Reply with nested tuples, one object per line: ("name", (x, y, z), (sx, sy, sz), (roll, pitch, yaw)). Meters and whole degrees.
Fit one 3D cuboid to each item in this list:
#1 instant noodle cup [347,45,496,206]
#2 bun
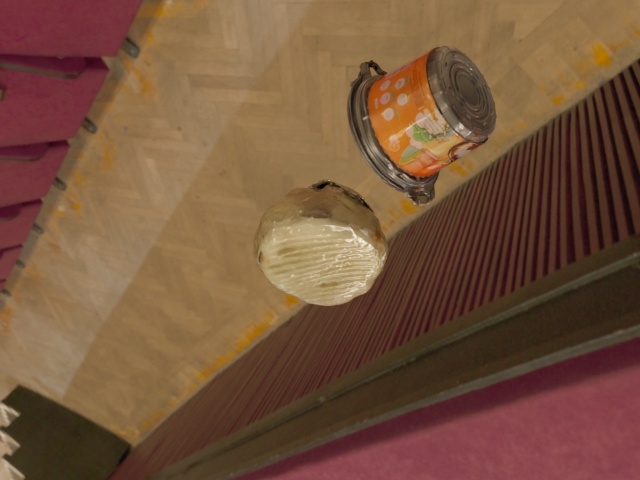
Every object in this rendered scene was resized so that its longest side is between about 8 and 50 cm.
("instant noodle cup", (0.141, -0.163, 0.609), (0.125, 0.177, 0.208), (-24, 102, 46))
("bun", (0.000, 0.000, 0.841), (0.239, 0.141, 0.239), (-1, 131, -1))
